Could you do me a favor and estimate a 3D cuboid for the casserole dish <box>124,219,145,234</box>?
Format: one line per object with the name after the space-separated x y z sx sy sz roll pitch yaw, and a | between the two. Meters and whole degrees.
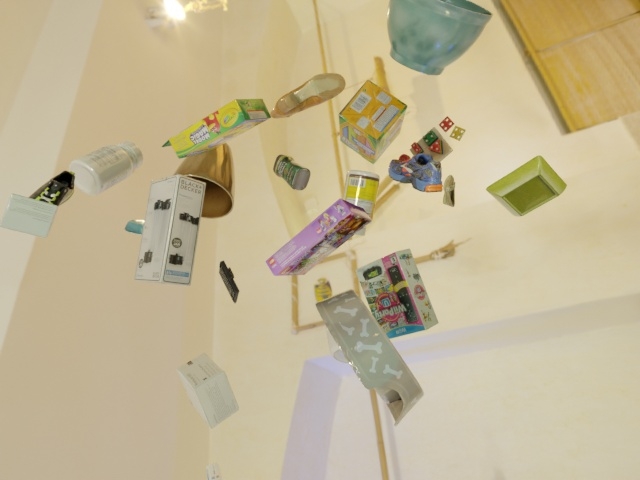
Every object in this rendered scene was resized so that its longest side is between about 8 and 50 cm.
-0.607 -0.050 1.490 0.188 0.114 0.036 -7 -71 -59 | casserole dish

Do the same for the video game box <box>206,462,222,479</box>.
-0.352 0.915 1.423 0.187 0.048 0.205 36 127 56 | video game box

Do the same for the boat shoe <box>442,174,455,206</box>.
0.559 -0.211 1.775 0.056 0.048 0.152 -33 -44 -28 | boat shoe

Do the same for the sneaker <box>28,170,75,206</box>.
-0.786 -0.133 1.193 0.084 0.097 0.234 30 -148 -21 | sneaker

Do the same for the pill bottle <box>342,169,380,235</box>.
0.131 -0.128 1.427 0.117 0.117 0.214 -5 -74 -73 | pill bottle

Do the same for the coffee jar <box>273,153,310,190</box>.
-0.120 -0.278 1.666 0.079 0.096 0.184 4 -154 -37 | coffee jar

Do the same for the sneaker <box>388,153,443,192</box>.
0.260 -0.193 1.116 0.221 0.083 0.087 -139 52 -57 | sneaker

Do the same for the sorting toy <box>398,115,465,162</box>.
0.433 -0.366 1.630 0.046 0.274 0.132 7 -132 -50 | sorting toy

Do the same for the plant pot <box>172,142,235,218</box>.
-0.414 -0.251 1.529 0.237 0.237 0.254 53 -146 -48 | plant pot

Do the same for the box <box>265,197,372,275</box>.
0.000 0.000 1.240 0.057 0.293 0.201 56 -162 17 | box

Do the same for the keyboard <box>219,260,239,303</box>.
-0.375 0.160 1.687 0.023 0.108 0.180 -9 -134 -34 | keyboard

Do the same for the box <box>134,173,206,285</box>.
-0.414 -0.025 1.140 0.087 0.169 0.289 15 -104 -45 | box

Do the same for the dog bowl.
0.124 0.270 1.021 0.348 0.102 0.349 56 179 1 | dog bowl

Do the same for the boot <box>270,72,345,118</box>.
-0.060 -0.590 1.701 0.104 0.295 0.211 67 163 -13 | boot

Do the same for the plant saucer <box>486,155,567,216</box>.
0.667 -0.157 1.332 0.188 0.188 0.045 31 -140 -29 | plant saucer

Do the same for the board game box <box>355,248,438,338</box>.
0.290 0.212 1.604 0.098 0.224 0.303 -11 -103 -44 | board game box

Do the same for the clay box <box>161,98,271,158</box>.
-0.234 -0.245 0.929 0.053 0.222 0.127 64 -155 -9 | clay box

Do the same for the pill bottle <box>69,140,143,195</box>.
-0.743 -0.264 1.459 0.131 0.131 0.229 66 -147 -23 | pill bottle

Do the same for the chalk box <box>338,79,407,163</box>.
0.194 -0.430 1.586 0.179 0.180 0.289 38 175 11 | chalk box

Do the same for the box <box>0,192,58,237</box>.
-0.725 -0.060 1.038 0.102 0.101 0.087 18 -98 -31 | box

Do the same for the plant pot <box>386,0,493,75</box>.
0.317 -0.611 1.212 0.293 0.293 0.196 -84 11 -51 | plant pot

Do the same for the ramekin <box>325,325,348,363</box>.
0.154 0.421 1.738 0.273 0.273 0.127 54 -152 -47 | ramekin

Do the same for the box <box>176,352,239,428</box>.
-0.406 0.535 1.490 0.119 0.181 0.181 -27 -65 -31 | box
